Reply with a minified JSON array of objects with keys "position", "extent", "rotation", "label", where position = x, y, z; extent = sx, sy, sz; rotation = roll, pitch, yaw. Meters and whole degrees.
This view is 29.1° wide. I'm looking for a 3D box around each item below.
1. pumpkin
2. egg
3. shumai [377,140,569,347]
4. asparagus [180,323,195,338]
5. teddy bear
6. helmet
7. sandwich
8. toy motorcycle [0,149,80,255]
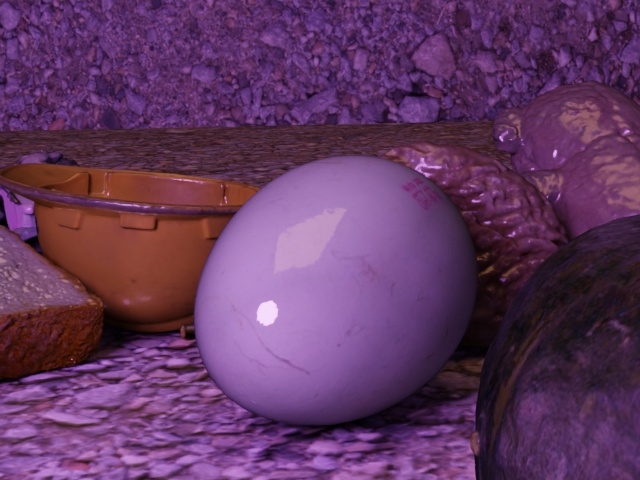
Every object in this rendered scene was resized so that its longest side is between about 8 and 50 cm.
[{"position":[0.215,0.086,0.544],"extent":[0.300,0.207,0.300],"rotation":[7,16,-2],"label":"pumpkin"},{"position":[0.011,0.036,0.875],"extent":[0.183,0.183,0.264],"rotation":[5,20,27],"label":"egg"},{"position":[0.102,0.011,1.089],"extent":[0.206,0.166,0.175],"rotation":[30,-12,-15],"label":"shumai"},{"position":[-0.066,0.074,1.114],"extent":[0.127,0.018,0.015],"rotation":[-7,48,-28],"label":"asparagus"},{"position":[0.273,-0.043,1.171],"extent":[0.236,0.151,0.267],"rotation":[-2,33,-21],"label":"teddy bear"},{"position":[-0.163,0.012,1.118],"extent":[0.257,0.140,0.205],"rotation":[4,10,-1],"label":"helmet"},{"position":[-0.306,0.056,0.989],"extent":[0.186,0.065,0.214],"rotation":[33,30,34],"label":"sandwich"},{"position":[-0.344,-0.003,1.253],"extent":[0.188,0.143,0.327],"rotation":[-7,27,-2],"label":"toy motorcycle"}]
